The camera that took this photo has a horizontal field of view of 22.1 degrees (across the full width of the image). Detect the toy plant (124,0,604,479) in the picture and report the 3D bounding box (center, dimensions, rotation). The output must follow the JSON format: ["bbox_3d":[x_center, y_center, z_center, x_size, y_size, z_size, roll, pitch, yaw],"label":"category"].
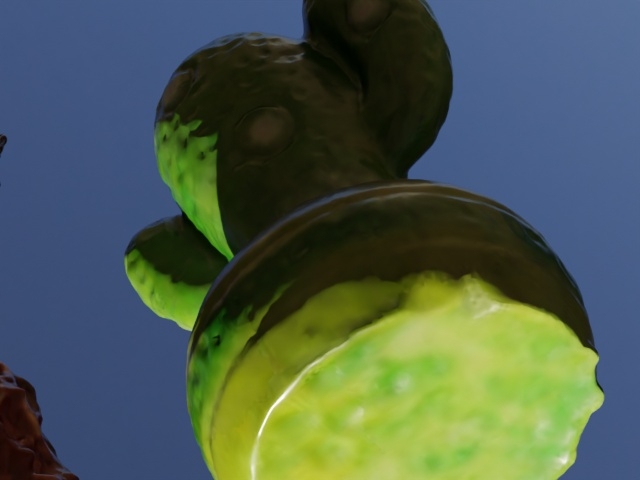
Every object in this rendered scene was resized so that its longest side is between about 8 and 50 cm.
[{"bbox_3d":[0.000,0.000,0.825,0.184,0.224,0.316,32,-158,-36],"label":"toy plant"}]

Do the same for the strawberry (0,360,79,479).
[{"bbox_3d":[-0.243,0.213,0.906,0.149,0.265,0.336,50,-145,-62],"label":"strawberry"}]

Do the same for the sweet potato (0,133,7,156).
[{"bbox_3d":[-0.247,-0.020,1.072,0.056,0.195,0.056,21,-128,-30],"label":"sweet potato"}]
